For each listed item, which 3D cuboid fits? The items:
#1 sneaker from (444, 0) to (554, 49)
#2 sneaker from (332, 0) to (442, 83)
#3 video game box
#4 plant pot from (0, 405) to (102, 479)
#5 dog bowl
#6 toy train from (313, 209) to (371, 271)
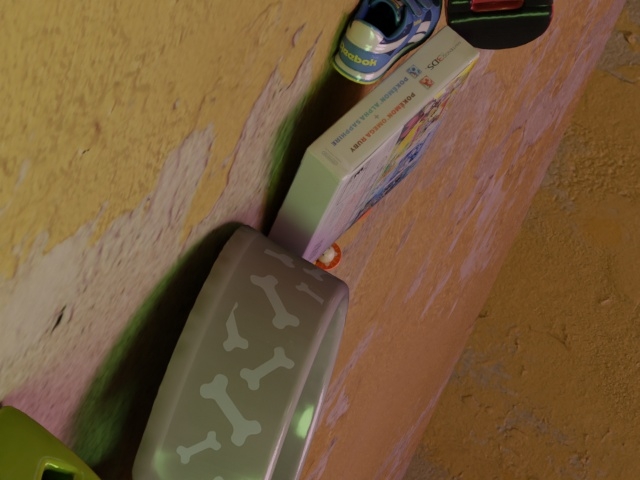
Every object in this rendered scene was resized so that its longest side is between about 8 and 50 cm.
[{"bbox_3d":[0.139,-0.305,1.442,0.314,0.116,0.136,90,-3,-52],"label":"sneaker"},{"bbox_3d":[0.064,-0.189,1.461,0.144,0.053,0.059,-52,164,-40],"label":"sneaker"},{"bbox_3d":[0.040,-0.073,1.524,0.187,0.048,0.205,-40,169,-28],"label":"video game box"},{"bbox_3d":[-0.198,0.284,1.115,0.227,0.207,0.228,-47,162,-47],"label":"plant pot"},{"bbox_3d":[-0.069,0.165,1.455,0.349,0.102,0.349,18,90,-85],"label":"dog bowl"},{"bbox_3d":[0.000,0.000,1.665,0.166,0.046,0.125,-62,169,12],"label":"toy train"}]
